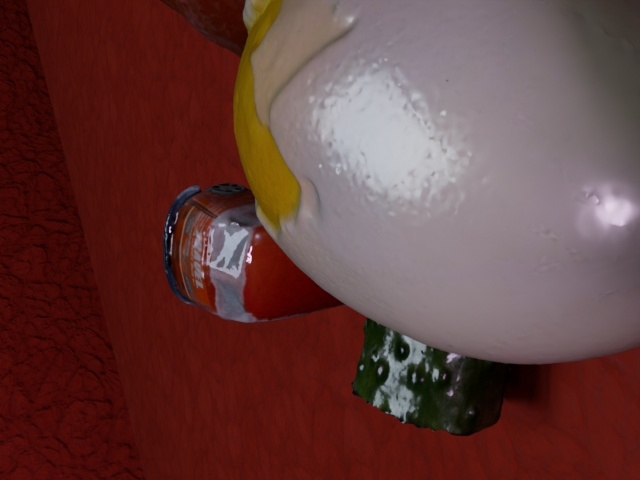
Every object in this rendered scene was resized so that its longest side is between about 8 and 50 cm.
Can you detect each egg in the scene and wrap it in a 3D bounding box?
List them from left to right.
[{"bbox_3d":[0.103,-0.067,0.571,0.345,0.283,0.283,43,135,42],"label":"egg"}]

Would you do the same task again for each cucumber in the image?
[{"bbox_3d":[0.111,0.031,0.769,0.134,0.134,0.244,34,115,58],"label":"cucumber"}]

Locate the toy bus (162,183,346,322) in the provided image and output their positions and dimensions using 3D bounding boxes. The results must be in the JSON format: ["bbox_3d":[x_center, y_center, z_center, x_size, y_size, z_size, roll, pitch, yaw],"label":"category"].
[{"bbox_3d":[0.000,0.000,0.832,0.120,0.265,0.121,28,122,51],"label":"toy bus"}]

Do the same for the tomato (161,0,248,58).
[{"bbox_3d":[-0.022,-0.280,0.802,0.265,0.265,0.264,28,122,60],"label":"tomato"}]
